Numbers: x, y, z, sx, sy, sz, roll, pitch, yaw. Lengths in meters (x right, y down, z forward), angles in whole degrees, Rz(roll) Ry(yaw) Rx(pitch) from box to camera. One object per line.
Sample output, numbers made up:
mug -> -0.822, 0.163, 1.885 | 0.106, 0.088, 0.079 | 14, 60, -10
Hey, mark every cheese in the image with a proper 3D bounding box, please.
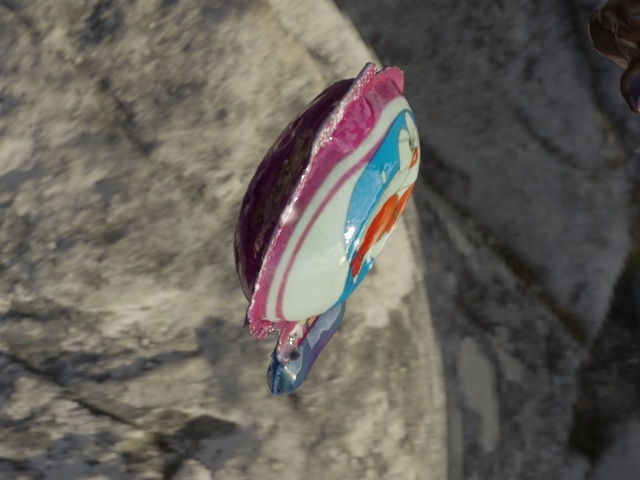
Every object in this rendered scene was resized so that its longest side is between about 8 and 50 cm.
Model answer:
cheese -> 0.000, 0.000, 0.529 | 0.038, 0.145, 0.095 | 29, 59, 13

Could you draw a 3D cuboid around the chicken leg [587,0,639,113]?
chicken leg -> 0.273, -0.071, 0.510 | 0.096, 0.407, 0.158 | 63, 38, -31
